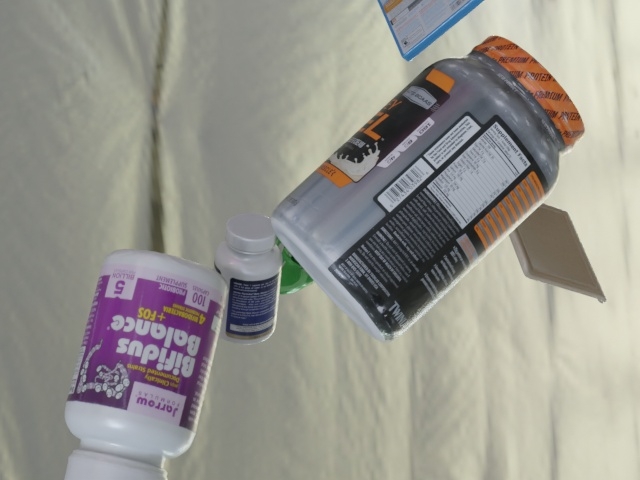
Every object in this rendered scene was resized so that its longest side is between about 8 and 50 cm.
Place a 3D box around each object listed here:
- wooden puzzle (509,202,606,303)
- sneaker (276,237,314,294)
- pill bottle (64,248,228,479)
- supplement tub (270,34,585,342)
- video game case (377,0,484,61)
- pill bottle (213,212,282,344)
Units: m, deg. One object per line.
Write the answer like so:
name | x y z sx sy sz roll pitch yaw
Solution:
wooden puzzle | 0.420 0.009 2.686 0.238 0.044 0.221 20 -141 -37
sneaker | 0.000 0.000 2.127 0.109 0.295 0.123 52 -139 -3
pill bottle | -0.228 0.176 1.820 0.169 0.169 0.302 35 -117 -57
supplement tub | 0.118 -0.060 1.530 0.316 0.193 0.193 -42 -44 -6
video game case | 0.121 -0.302 1.686 0.015 0.119 0.166 30 -150 -42
pill bottle | -0.101 0.051 1.970 0.094 0.094 0.169 -58 -21 -54
